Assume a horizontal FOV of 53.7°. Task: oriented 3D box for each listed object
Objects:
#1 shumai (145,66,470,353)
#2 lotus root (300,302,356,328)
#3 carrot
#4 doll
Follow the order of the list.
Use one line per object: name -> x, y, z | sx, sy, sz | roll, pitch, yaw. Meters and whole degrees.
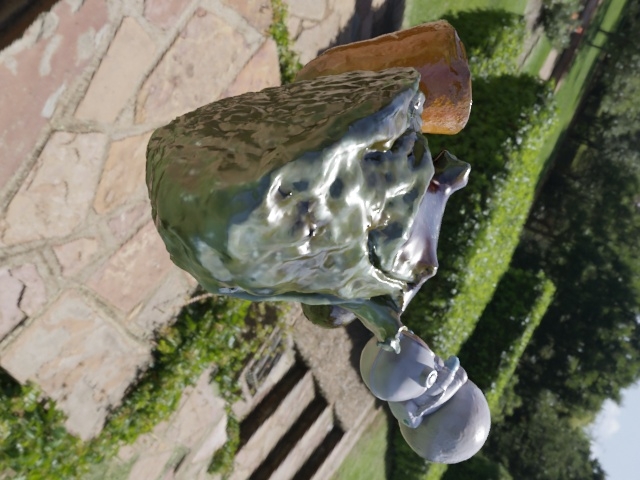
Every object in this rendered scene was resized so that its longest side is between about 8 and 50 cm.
shumai -> 0.000, 0.000, 0.614 | 0.330, 0.292, 0.288 | -61, 142, -61
lotus root -> 0.025, 0.095, 1.138 | 0.120, 0.120, 0.209 | -51, 176, -35
carrot -> 0.074, -0.217, 0.870 | 0.159, 0.225, 0.159 | 175, -90, -83
doll -> 0.150, 0.227, 0.947 | 0.287, 0.151, 0.151 | 50, 64, -37
